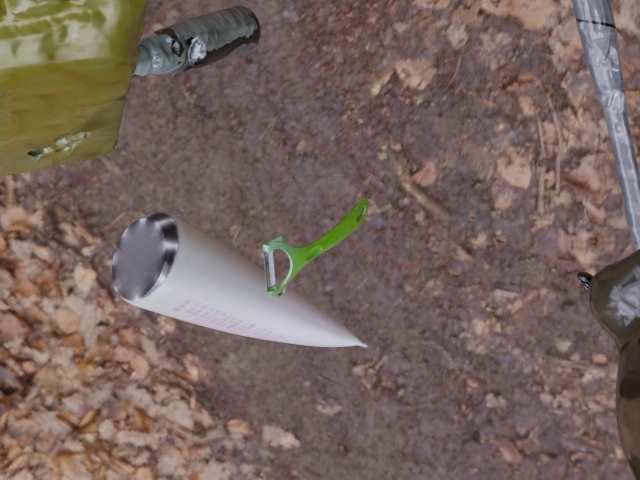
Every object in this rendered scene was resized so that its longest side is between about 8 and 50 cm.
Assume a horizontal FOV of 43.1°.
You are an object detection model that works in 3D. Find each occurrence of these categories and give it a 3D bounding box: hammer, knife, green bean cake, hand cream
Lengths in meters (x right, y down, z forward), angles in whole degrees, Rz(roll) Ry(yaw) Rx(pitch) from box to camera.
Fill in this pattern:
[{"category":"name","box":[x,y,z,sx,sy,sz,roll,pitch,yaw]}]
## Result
[{"category":"hammer","box":[0.315,-0.130,0.840,0.152,0.044,0.426,-10,95,17]},{"category":"knife","box":[0.002,0.001,0.887,0.023,0.166,0.078,33,138,32]},{"category":"green bean cake","box":[-0.229,-0.123,0.507,0.236,0.233,0.124,144,112,-67]},{"category":"hand cream","box":[-0.104,0.075,1.068,0.186,0.118,0.359,3,162,41]}]

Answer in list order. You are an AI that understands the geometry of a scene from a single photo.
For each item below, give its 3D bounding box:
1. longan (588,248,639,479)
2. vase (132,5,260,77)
[{"category":"longan","box":[0.214,0.068,0.367,0.204,0.159,0.184,37,142,35]},{"category":"vase","box":[-0.158,-0.228,0.955,0.060,0.211,0.059,20,126,31]}]
